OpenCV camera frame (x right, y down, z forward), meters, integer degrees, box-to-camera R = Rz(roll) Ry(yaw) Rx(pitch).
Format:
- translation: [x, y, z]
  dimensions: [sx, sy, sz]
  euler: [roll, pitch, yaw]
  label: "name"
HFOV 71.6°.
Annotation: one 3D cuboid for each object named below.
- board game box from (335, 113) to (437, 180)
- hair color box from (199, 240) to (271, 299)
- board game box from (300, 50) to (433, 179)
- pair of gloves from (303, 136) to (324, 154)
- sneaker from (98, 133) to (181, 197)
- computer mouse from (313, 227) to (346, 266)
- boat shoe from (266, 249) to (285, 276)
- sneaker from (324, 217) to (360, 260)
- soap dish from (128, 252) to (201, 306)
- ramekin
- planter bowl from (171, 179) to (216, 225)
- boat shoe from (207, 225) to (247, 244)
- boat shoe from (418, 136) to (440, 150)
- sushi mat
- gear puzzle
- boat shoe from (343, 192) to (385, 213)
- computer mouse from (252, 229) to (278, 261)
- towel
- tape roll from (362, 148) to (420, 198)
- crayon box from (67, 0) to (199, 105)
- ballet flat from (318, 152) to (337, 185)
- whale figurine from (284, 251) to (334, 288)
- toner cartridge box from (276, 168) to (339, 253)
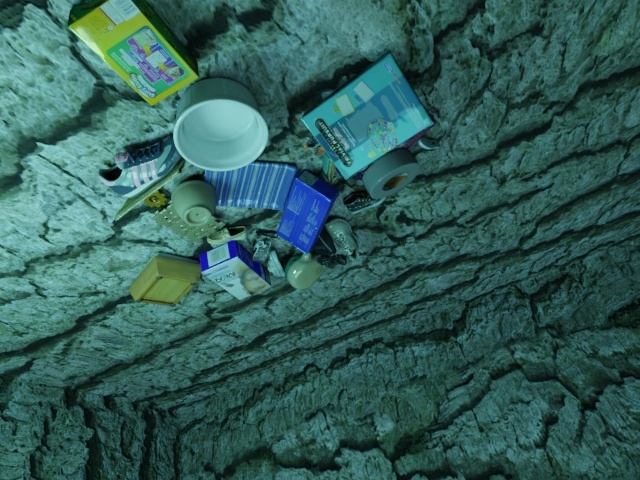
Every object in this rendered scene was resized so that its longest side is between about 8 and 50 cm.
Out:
- translation: [0.238, -0.345, 1.620]
  dimensions: [0.347, 0.056, 0.208]
  euler: [-42, 159, 33]
  label: "board game box"
- translation: [-0.388, 0.144, 2.070]
  dimensions: [0.185, 0.110, 0.339]
  euler: [-24, 147, 10]
  label: "hair color box"
- translation: [0.148, -0.394, 1.431]
  dimensions: [0.336, 0.079, 0.253]
  euler: [-30, 112, 22]
  label: "board game box"
- translation: [-0.013, -0.342, 1.603]
  dimensions: [0.074, 0.010, 0.083]
  euler: [-36, 138, 30]
  label: "pair of gloves"
- translation: [-0.574, -0.251, 1.420]
  dimensions: [0.319, 0.112, 0.131]
  euler: [-33, 142, 20]
  label: "sneaker"
- translation: [0.000, 0.000, 1.983]
  dimensions: [0.189, 0.072, 0.272]
  euler: [-3, 132, 50]
  label: "computer mouse"
- translation: [-0.220, 0.125, 2.127]
  dimensions: [0.076, 0.083, 0.226]
  euler: [-16, 147, -1]
  label: "boat shoe"
- translation: [0.109, -0.004, 2.046]
  dimensions: [0.110, 0.118, 0.292]
  euler: [-26, 143, 18]
  label: "sneaker"
- translation: [-0.694, 0.186, 1.996]
  dimensions: [0.229, 0.118, 0.291]
  euler: [17, 136, -39]
  label: "soap dish"
- translation: [-0.306, -0.355, 1.356]
  dimensions: [0.278, 0.135, 0.277]
  euler: [-10, 145, -7]
  label: "ramekin"
- translation: [-0.448, -0.121, 1.599]
  dimensions: [0.162, 0.109, 0.162]
  euler: [-13, 141, -11]
  label: "planter bowl"
- translation: [-0.391, -0.029, 1.863]
  dimensions: [0.170, 0.063, 0.059]
  euler: [-13, 145, -21]
  label: "boat shoe"
- translation: [0.407, -0.359, 1.687]
  dimensions: [0.142, 0.049, 0.040]
  euler: [-8, 159, -48]
  label: "boat shoe"
- translation: [-0.563, -0.183, 1.493]
  dimensions: [0.317, 0.151, 0.019]
  euler: [-30, 119, 21]
  label: "sushi mat"
- translation: [-0.543, -0.104, 1.711]
  dimensions: [0.176, 0.044, 0.339]
  euler: [-32, 141, 20]
  label: "gear puzzle"
- translation: [0.189, -0.176, 1.873]
  dimensions: [0.183, 0.065, 0.083]
  euler: [-27, 146, 18]
  label: "boat shoe"
- translation: [-0.265, 0.022, 2.003]
  dimensions: [0.106, 0.042, 0.193]
  euler: [0, 138, -30]
  label: "computer mouse"
- translation: [-0.269, -0.203, 1.676]
  dimensions: [0.336, 0.040, 0.243]
  euler: [0, 142, -22]
  label: "towel"
- translation: [0.272, -0.253, 1.711]
  dimensions: [0.219, 0.072, 0.219]
  euler: [-25, 161, -9]
  label: "tape roll"
- translation: [-0.465, -0.497, 1.135]
  dimensions: [0.165, 0.081, 0.278]
  euler: [-24, 145, 14]
  label: "crayon box"
- translation: [0.038, -0.258, 1.695]
  dimensions: [0.067, 0.073, 0.206]
  euler: [-15, 151, -21]
  label: "ballet flat"
- translation: [-0.053, 0.114, 2.165]
  dimensions: [0.272, 0.141, 0.216]
  euler: [-34, 135, -14]
  label: "whale figurine"
- translation: [-0.059, -0.107, 1.788]
  dimensions: [0.165, 0.075, 0.347]
  euler: [35, 139, 7]
  label: "toner cartridge box"
